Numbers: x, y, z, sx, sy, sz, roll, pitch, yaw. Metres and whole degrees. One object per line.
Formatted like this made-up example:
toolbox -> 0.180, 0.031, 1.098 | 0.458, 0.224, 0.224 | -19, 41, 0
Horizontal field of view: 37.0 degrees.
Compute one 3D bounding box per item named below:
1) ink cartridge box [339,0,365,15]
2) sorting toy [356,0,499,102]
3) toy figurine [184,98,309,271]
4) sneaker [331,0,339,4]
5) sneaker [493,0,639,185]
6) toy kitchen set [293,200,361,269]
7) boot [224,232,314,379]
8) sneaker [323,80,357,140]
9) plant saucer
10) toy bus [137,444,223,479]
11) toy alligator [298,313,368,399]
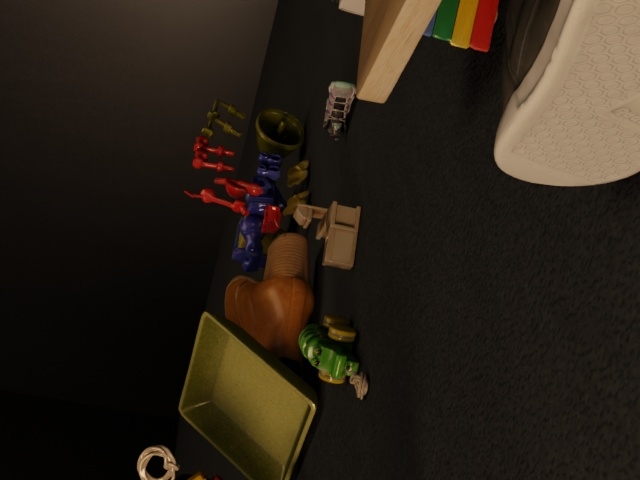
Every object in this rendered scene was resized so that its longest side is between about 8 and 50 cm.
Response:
ink cartridge box -> 0.065, -0.360, 1.194 | 0.099, 0.056, 0.135 | 115, 164, -51
sorting toy -> 0.112, -0.266, 0.705 | 0.257, 0.089, 0.255 | 121, 159, -62
toy figurine -> -0.130, -0.061, 1.631 | 0.362, 0.191, 0.217 | -91, 11, -57
sneaker -> 0.049, -0.411, 1.337 | 0.087, 0.083, 0.221 | 91, -170, -62
sneaker -> 0.134, -0.137, 0.363 | 0.296, 0.104, 0.147 | 116, 158, -71
toy kitchen set -> 0.000, 0.000, 1.108 | 0.083, 0.068, 0.075 | 124, 156, -67
boot -> -0.084, 0.142, 1.328 | 0.295, 0.104, 0.211 | 122, 158, -54
sneaker -> 0.025, -0.167, 1.273 | 0.098, 0.038, 0.069 | 100, 177, -76
plant saucer -> -0.083, 0.198, 1.177 | 0.045, 0.188, 0.188 | -27, -34, -44
toy bus -> -0.126, 0.328, 1.084 | 0.104, 0.191, 0.202 | -153, 75, -80
toy alligator -> 0.008, 0.116, 0.975 | 0.190, 0.051, 0.056 | -123, 45, -77
